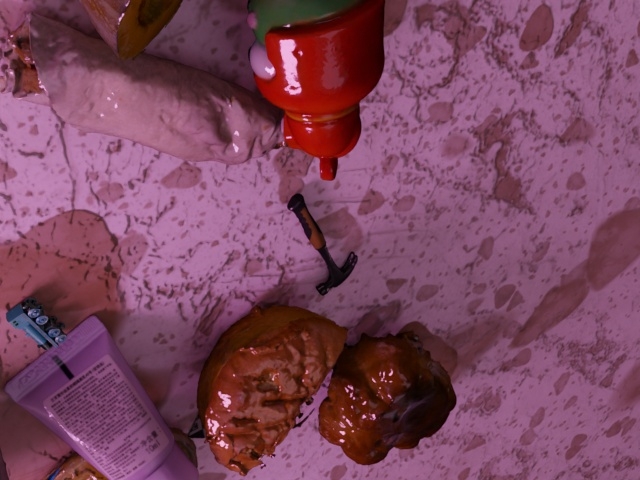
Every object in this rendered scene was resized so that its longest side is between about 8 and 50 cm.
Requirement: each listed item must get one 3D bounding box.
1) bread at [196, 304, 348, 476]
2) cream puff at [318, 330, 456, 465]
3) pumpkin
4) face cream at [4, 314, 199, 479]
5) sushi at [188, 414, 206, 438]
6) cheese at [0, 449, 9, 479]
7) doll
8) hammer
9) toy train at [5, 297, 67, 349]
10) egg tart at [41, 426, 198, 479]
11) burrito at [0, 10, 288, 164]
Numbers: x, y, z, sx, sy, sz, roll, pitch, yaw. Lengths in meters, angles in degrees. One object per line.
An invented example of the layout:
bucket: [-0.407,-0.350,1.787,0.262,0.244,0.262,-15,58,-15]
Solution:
bread: [-0.091,0.192,1.551,0.147,0.160,0.260,36,91,-27]
cream puff: [0.110,0.253,1.755,0.241,0.155,0.269,-22,134,-22]
pumpkin: [-0.188,-0.303,1.131,0.110,0.217,0.217,32,102,-7]
face cream: [-0.281,0.248,1.462,0.154,0.096,0.274,-38,108,-5]
sushi: [-0.130,0.266,1.673,0.120,0.026,0.126,8,116,-42]
cheese: [-0.482,0.336,1.358,0.198,0.189,0.154,-21,164,-22]
doll: [-0.003,-0.237,1.267,0.160,0.183,0.363,2,119,11]
hammer: [0.000,0.000,1.577,0.078,0.021,0.201,-37,137,-9]
toy train: [-0.360,0.110,1.381,0.045,0.029,0.092,-33,137,-2]
egg tart: [-0.297,0.397,1.587,0.290,0.107,0.291,-20,131,-25]
burrito: [-0.190,-0.160,1.275,0.392,0.076,0.117,14,117,-41]
